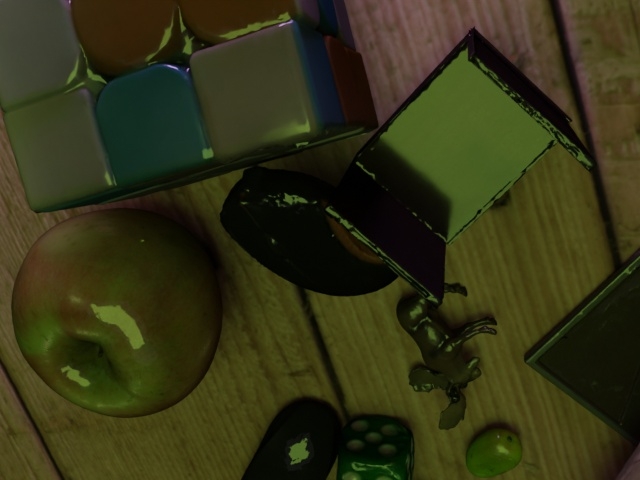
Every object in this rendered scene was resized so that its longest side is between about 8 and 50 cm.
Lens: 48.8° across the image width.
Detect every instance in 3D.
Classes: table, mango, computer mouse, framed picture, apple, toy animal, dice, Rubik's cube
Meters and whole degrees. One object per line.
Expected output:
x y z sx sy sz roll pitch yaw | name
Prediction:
0.175 -0.101 0.894 0.196 0.282 0.250 42 112 -6 | table
0.285 0.355 1.174 0.073 0.056 0.108 38 116 1 | mango
-0.055 0.404 1.247 0.137 0.086 0.270 26 115 1 | computer mouse
0.515 0.142 1.063 0.247 0.022 0.335 37 113 -5 | framed picture
-0.297 0.099 1.079 0.318 0.277 0.319 8 122 13 | apple
0.000 0.005 0.980 0.182 0.116 0.323 -11 153 38 | computer mouse
0.193 0.175 1.113 0.186 0.094 0.214 -42 91 18 | toy animal
0.094 0.381 1.182 0.120 0.131 0.129 2 112 11 | dice
-0.154 -0.247 0.842 0.346 0.346 0.345 -13 95 14 | Rubik's cube

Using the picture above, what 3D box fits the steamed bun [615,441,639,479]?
0.607 0.468 1.014 0.370 0.290 0.456 7 112 5 | steamed bun
